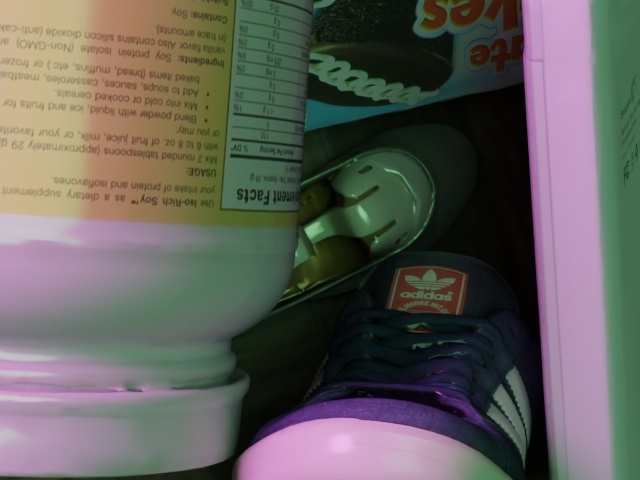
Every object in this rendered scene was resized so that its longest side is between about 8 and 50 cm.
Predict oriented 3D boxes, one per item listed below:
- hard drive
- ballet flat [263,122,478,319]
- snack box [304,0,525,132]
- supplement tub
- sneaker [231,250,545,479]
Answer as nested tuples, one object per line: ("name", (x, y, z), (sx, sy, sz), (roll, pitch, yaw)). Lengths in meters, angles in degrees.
("hard drive", (0.148, -0.004, 0.893), (0.040, 0.203, 0.307), (4, 116, 21))
("ballet flat", (0.000, 0.000, 0.964), (0.213, 0.068, 0.072), (-27, 95, -14))
("snack box", (0.109, -0.173, 0.950), (0.322, 0.060, 0.187), (-14, 131, -14))
("supplement tub", (-0.122, -0.084, 0.747), (0.241, 0.241, 0.331), (4, 93, -14))
("sneaker", (0.041, 0.069, 0.844), (0.131, 0.350, 0.148), (9, 81, 6))
